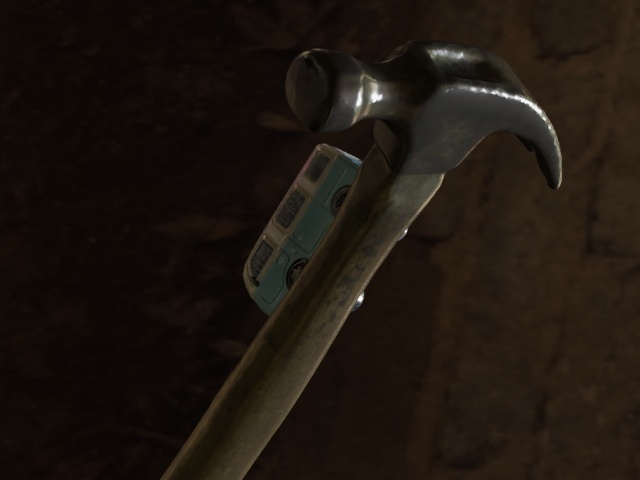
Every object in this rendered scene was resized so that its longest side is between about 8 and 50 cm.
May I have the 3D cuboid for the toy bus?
[{"bbox_3d":[0.000,0.000,1.241,0.060,0.075,0.123,23,102,-46],"label":"toy bus"}]

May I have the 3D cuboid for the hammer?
[{"bbox_3d":[-0.026,0.063,0.978,0.168,0.440,0.044,0,49,-36],"label":"hammer"}]
